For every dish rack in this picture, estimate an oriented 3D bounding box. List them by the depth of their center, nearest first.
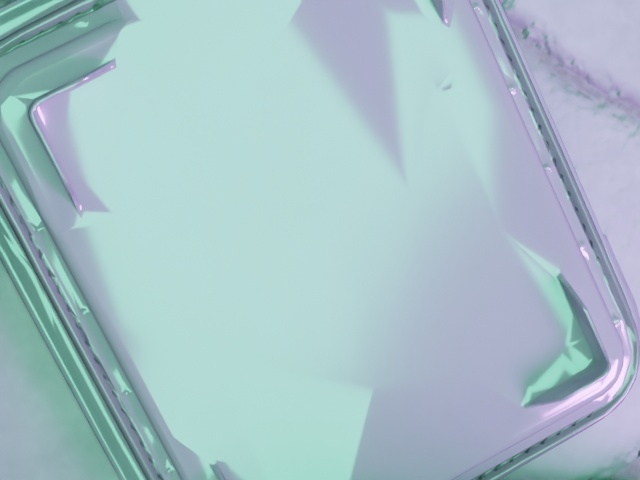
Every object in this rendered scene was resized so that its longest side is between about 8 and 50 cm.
[{"bbox_3d":[0.000,0.000,0.665,0.285,0.072,0.333,-28,101,-7],"label":"dish rack"}]
